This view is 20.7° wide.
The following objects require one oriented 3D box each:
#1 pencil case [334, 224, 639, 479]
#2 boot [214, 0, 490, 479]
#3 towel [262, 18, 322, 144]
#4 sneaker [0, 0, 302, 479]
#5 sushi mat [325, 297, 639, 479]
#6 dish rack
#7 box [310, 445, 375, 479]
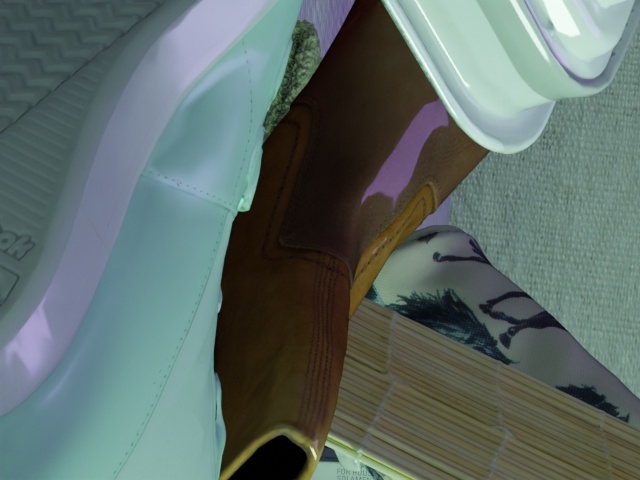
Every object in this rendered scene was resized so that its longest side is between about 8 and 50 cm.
[{"bbox_3d":[0.145,0.174,1.050,0.410,0.183,0.160,47,-34,31],"label":"pencil case"},{"bbox_3d":[0.000,0.000,0.691,0.264,0.096,0.280,-42,-168,26],"label":"boot"},{"bbox_3d":[-0.019,-0.048,1.048,0.110,0.027,0.148,82,16,-57],"label":"towel"},{"bbox_3d":[-0.057,-0.008,0.510,0.151,0.094,0.256,79,26,-45],"label":"sneaker"},{"bbox_3d":[0.089,0.104,0.927,0.019,0.316,0.151,-64,-179,25],"label":"sushi mat"},{"bbox_3d":[0.059,-0.230,0.640,0.333,0.072,0.285,56,40,-29],"label":"dish rack"},{"bbox_3d":[0.068,0.199,1.342,0.290,0.169,0.087,8,84,-81],"label":"box"}]
